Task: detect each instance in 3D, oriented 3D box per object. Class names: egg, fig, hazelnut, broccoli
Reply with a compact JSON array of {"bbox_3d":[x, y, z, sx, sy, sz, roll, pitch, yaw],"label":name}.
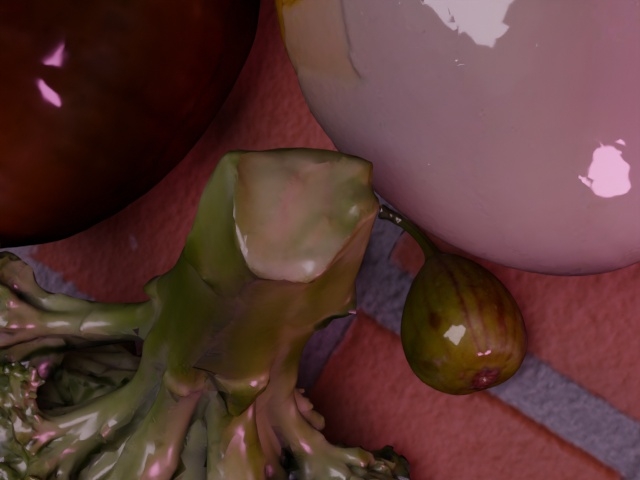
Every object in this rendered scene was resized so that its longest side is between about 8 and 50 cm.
[{"bbox_3d":[0.123,-0.139,0.823,0.283,0.283,0.345,-28,87,17],"label":"egg"},{"bbox_3d":[0.087,0.032,0.927,0.093,0.093,0.166,-28,76,18],"label":"fig"},{"bbox_3d":[-0.238,-0.190,0.933,0.429,0.402,0.402,-47,72,7],"label":"hazelnut"},{"bbox_3d":[-0.049,0.118,0.847,0.397,0.353,0.274,-28,45,32],"label":"broccoli"}]
